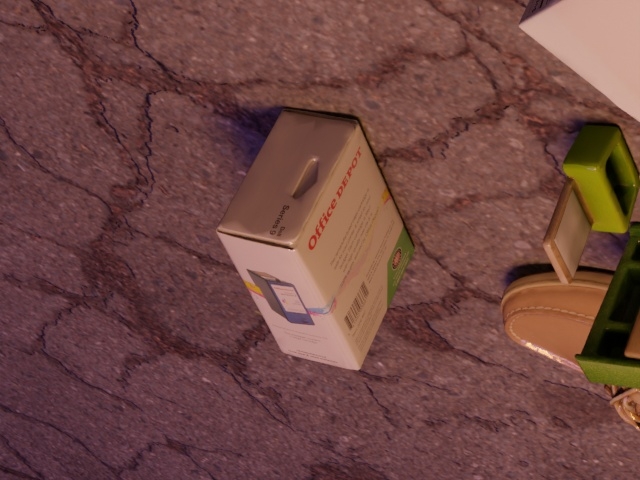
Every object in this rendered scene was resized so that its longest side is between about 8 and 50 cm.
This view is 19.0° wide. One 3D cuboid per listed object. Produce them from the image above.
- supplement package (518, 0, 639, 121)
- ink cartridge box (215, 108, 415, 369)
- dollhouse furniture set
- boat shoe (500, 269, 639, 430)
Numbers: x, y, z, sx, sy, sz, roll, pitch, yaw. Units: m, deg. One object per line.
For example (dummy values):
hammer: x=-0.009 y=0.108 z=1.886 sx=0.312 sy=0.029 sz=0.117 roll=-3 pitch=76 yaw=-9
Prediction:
supplement package: x=0.287 y=-0.180 z=1.307 sx=0.194 sy=0.149 sz=0.203 roll=35 pitch=150 yaw=-19
ink cartridge box: x=0.000 y=0.000 z=1.837 sx=0.093 sy=0.154 sz=0.212 roll=12 pitch=150 yaw=26
dollhouse furniture set: x=0.355 y=0.023 z=1.592 sx=0.301 sy=0.151 sz=0.197 roll=6 pitch=146 yaw=32
boat shoe: x=0.325 y=0.121 z=1.825 sx=0.341 sy=0.110 sz=0.122 roll=15 pitch=150 yaw=19
